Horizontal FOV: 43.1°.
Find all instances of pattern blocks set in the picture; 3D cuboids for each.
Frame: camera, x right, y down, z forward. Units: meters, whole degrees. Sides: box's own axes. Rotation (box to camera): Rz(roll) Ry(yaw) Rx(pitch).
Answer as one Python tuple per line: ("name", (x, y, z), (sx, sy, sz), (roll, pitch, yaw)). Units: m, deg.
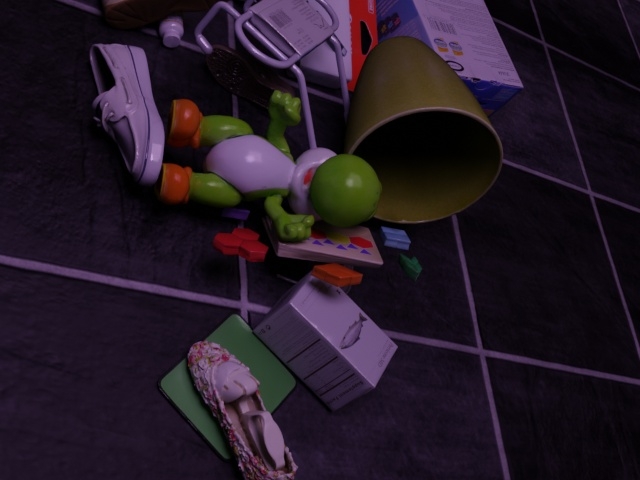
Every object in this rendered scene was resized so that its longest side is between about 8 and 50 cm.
("pattern blocks set", (0.000, 0.000, 1.290), (0.325, 0.026, 0.285), (14, 23, -5))

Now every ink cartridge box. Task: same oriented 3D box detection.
("ink cartridge box", (0.269, -0.416, 1.783), (0.270, 0.151, 0.395), (0, 61, -38))
("ink cartridge box", (0.039, -0.440, 1.637), (0.239, 0.060, 0.275), (8, 74, -34))

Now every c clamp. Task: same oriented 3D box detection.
("c clamp", (0.002, 0.028, 1.371), (0.137, 0.022, 0.160), (30, 48, -19))

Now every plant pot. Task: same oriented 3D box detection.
("plant pot", (0.161, -0.230, 1.465), (0.275, 0.275, 0.293), (19, 44, -28))

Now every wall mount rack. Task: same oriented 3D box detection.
("wall mount rack", (-0.045, -0.303, 1.402), (0.304, 0.130, 0.350), (44, 34, -5))

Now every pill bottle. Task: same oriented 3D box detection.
("pill bottle", (-0.262, -0.379, 1.417), (0.043, 0.043, 0.083), (12, 56, -32))

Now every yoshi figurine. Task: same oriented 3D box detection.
("yoshi figurine", (-0.058, -0.103, 1.236), (0.362, 0.203, 0.203), (11, 39, -18))

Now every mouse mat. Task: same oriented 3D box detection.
("mouse mat", (-0.128, 0.205, 1.163), (0.152, 0.007, 0.190), (49, 45, -2))

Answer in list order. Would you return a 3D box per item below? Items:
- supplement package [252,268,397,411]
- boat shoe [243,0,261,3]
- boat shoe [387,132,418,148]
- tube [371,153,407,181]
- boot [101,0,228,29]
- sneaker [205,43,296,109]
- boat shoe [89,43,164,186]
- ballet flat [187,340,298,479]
("supplement package", (0.009, 0.150, 1.233), (0.179, 0.105, 0.105), (45, 40, -5))
("boat shoe", (-0.131, -0.502, 1.573), (0.226, 0.083, 0.076), (-31, 82, -46))
("boat shoe", (0.160, -0.188, 1.595), (0.137, 0.043, 0.049), (28, 11, 6))
("tube", (0.163, -0.120, 1.573), (0.240, 0.062, 0.070), (19, 8, -20))
("boot", (-0.265, -0.487, 1.395), (0.262, 0.095, 0.203), (-19, 68, -5))
("sneaker", (-0.126, -0.296, 1.468), (0.188, 0.066, 0.071), (35, 29, -22))
("boat shoe", (-0.302, -0.198, 1.233), (0.088, 0.096, 0.267), (3, 59, -32))
("ballet flat", (-0.099, 0.234, 1.108), (0.091, 0.077, 0.241), (-21, 76, -44))
